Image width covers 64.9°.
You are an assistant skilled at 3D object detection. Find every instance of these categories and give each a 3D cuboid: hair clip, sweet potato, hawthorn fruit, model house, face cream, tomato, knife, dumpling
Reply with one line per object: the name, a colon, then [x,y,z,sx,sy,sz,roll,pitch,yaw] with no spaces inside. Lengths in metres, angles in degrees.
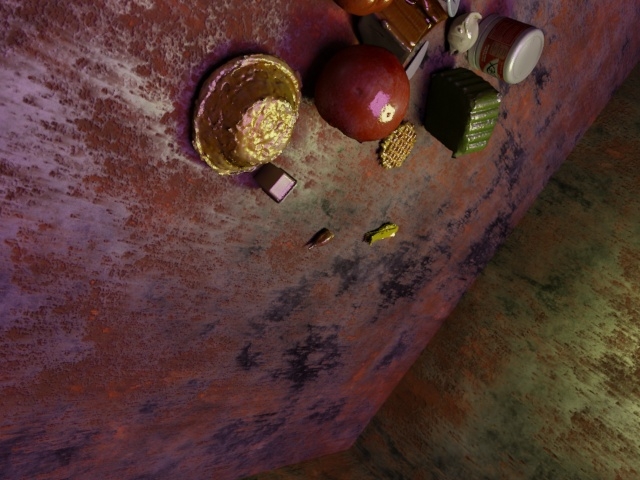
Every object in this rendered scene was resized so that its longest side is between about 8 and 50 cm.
hair clip: [0.260,-0.027,2.120,0.173,0.046,0.072,-24,141,-31]
sweet potato: [0.000,0.000,1.846,0.117,0.049,0.049,-35,144,-21]
hawthorn fruit: [0.094,-0.638,1.223,0.189,0.189,0.189,-30,142,-27]
model house: [0.232,-0.627,1.413,0.199,0.219,0.229,41,80,-15]
face cream: [0.670,-0.691,1.820,0.201,0.187,0.201,-30,142,-27]
tomato: [0.123,-0.411,1.388,0.265,0.265,0.265,-30,142,-27]
knife: [0.288,-0.552,1.668,0.244,0.032,0.058,-53,144,-3]
dumpling: [0.493,-0.706,1.683,0.134,0.100,0.169,-42,147,-17]

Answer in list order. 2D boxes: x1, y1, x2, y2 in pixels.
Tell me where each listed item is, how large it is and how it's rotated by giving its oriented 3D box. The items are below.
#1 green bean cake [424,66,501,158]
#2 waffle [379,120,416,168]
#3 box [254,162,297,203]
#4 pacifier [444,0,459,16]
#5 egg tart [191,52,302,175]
green bean cake: [0.500,-0.457,1.784,0.156,0.250,0.247,-18,136,-20]
waffle: [0.281,-0.347,1.842,0.191,0.038,0.191,-30,142,-27]
box: [-0.134,-0.173,1.466,0.089,0.122,0.062,-50,135,1]
pacifier: [0.428,-0.779,1.410,0.238,0.225,0.287,-20,119,-63]
egg tart: [-0.168,-0.303,1.285,0.341,0.132,0.341,-30,143,-26]
